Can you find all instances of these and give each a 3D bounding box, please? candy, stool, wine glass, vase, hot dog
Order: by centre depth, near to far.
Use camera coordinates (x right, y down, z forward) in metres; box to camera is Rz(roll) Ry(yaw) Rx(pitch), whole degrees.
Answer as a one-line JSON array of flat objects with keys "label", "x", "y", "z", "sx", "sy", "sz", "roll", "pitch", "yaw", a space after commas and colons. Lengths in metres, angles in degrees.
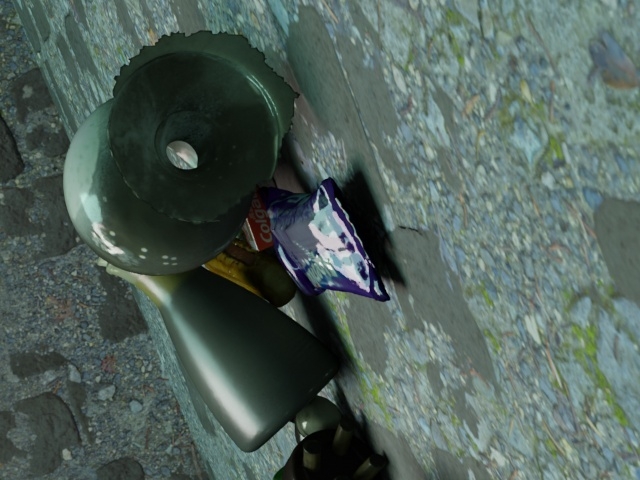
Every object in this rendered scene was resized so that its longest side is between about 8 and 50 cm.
[{"label": "candy", "x": 0.000, "y": 0.000, "z": 1.510, "sx": 0.145, "sy": 0.070, "sz": 0.275, "roll": 62, "pitch": 162, "yaw": -8}, {"label": "wine glass", "x": -0.176, "y": -0.083, "z": 1.578, "sx": 0.238, "sy": 0.238, "sz": 0.323, "roll": 66, "pitch": 156, "yaw": 2}, {"label": "vase", "x": -0.141, "y": 0.107, "z": 1.775, "sx": 0.321, "sy": 0.173, "sz": 0.173, "roll": 46, "pitch": 163, "yaw": 2}, {"label": "stool", "x": 0.012, "y": 0.285, "z": 1.810, "sx": 0.121, "sy": 0.125, "sz": 0.217, "roll": 108, "pitch": 157, "yaw": -47}, {"label": "hot dog", "x": -0.105, "y": 0.039, "z": 1.929, "sx": 0.088, "sy": 0.061, "sz": 0.286, "roll": 57, "pitch": 166, "yaw": -25}]

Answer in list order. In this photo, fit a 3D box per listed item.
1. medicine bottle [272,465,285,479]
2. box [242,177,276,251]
[{"label": "medicine bottle", "x": 0.027, "y": 0.441, "z": 1.946, "sx": 0.274, "sy": 0.133, "sz": 0.133, "roll": 69, "pitch": 165, "yaw": -10}, {"label": "box", "x": -0.097, "y": -0.095, "z": 1.731, "sx": 0.039, "sy": 0.055, "sz": 0.218, "roll": -155, "pitch": 45, "yaw": -71}]
